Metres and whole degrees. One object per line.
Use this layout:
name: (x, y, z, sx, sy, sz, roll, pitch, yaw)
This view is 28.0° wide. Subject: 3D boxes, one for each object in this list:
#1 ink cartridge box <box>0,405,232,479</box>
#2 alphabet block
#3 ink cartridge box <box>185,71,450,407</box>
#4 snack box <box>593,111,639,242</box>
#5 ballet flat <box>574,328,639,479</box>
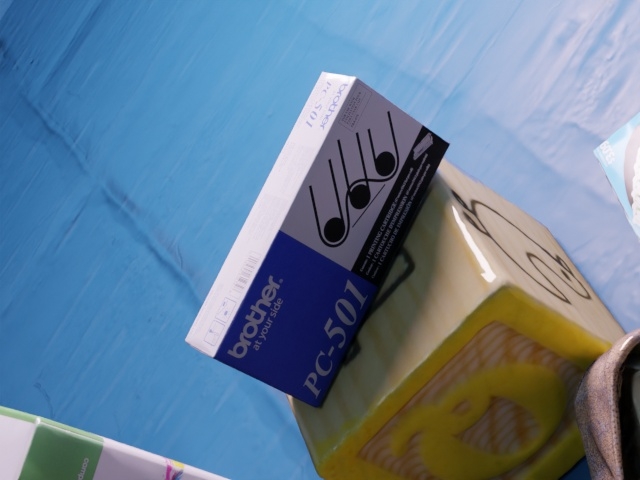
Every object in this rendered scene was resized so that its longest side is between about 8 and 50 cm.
ink cartridge box: (-0.191, 0.233, 1.111, 0.201, 0.278, 0.117, 1, 69, 51)
alphabet block: (0.091, 0.074, 0.956, 0.193, 0.192, 0.197, -49, 37, 18)
ink cartridge box: (0.000, 0.000, 0.874, 0.046, 0.097, 0.207, 20, 82, 55)
snack box: (0.317, -0.005, 0.845, 0.187, 0.060, 0.322, -42, 39, 24)
ballet flat: (0.219, 0.187, 0.754, 0.106, 0.107, 0.316, 106, 158, -52)
